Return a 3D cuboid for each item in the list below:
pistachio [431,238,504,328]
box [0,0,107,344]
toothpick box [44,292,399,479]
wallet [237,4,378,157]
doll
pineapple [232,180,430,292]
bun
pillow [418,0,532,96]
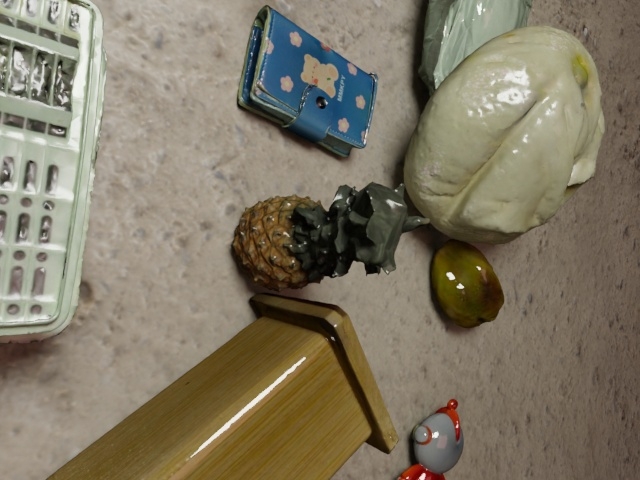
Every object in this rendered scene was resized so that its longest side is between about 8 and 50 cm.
[{"bbox_3d":[0.264,0.089,0.823,0.110,0.100,0.189,-29,113,-11],"label":"pistachio"},{"bbox_3d":[-0.286,-0.067,0.337,0.220,0.166,0.291,9,84,-39],"label":"box"},{"bbox_3d":[-0.101,0.221,0.481,0.308,0.187,0.190,-34,111,-30],"label":"toothpick box"},{"bbox_3d":[-0.009,-0.211,0.633,0.202,0.059,0.141,17,81,-38],"label":"wallet"},{"bbox_3d":[0.185,0.389,0.773,0.142,0.076,0.245,31,74,-35],"label":"doll"},{"bbox_3d":[-0.001,-0.001,0.517,0.128,0.248,0.128,4,84,-38],"label":"pineapple"},{"bbox_3d":[0.314,-0.142,0.733,0.365,0.219,0.365,-28,140,-27],"label":"bun"},{"bbox_3d":[0.289,-0.389,0.795,0.283,0.138,0.310,-13,117,-47],"label":"pillow"}]
